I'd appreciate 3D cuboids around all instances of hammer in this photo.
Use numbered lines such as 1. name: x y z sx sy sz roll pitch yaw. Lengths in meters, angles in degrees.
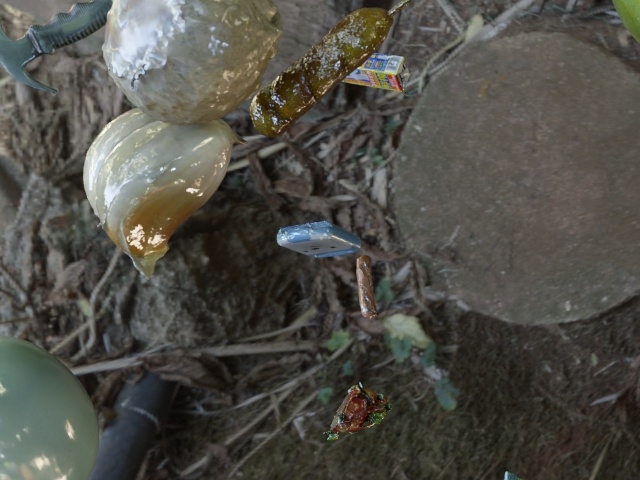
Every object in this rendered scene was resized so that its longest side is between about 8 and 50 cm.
1. hammer: -0.418 -0.345 1.278 0.159 0.226 0.041 59 175 -20

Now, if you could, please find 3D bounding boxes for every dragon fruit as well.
1. dragon fruit: 0.096 0.432 1.994 0.175 0.138 0.142 1 109 0

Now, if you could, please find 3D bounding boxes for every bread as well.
1. bread: 0.013 -0.307 1.354 0.344 0.124 0.084 -39 102 15

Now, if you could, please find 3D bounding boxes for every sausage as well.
1. sausage: 0.101 0.099 1.747 0.036 0.042 0.158 -15 56 18

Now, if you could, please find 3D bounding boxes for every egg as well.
1. egg: -0.440 0.268 1.114 0.230 0.230 0.371 42 153 25
2. egg: -0.203 -0.310 1.227 0.310 0.279 0.279 1 97 45

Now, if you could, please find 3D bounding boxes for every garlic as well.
1. garlic: -0.303 -0.120 1.429 0.249 0.286 0.313 26 113 -13

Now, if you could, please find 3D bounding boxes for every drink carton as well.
1. drink carton: 0.114 -0.388 1.779 0.165 0.071 0.056 16 68 25

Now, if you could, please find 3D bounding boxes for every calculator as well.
1. calculator: 0.000 0.000 1.570 0.121 0.210 0.039 -7 77 23

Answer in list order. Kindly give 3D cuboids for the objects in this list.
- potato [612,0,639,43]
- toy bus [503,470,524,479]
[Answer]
1. potato: 0.347 -0.193 0.544 0.304 0.216 0.216 28 112 29
2. toy bus: 0.341 0.593 1.439 0.190 0.152 0.312 23 123 -2
